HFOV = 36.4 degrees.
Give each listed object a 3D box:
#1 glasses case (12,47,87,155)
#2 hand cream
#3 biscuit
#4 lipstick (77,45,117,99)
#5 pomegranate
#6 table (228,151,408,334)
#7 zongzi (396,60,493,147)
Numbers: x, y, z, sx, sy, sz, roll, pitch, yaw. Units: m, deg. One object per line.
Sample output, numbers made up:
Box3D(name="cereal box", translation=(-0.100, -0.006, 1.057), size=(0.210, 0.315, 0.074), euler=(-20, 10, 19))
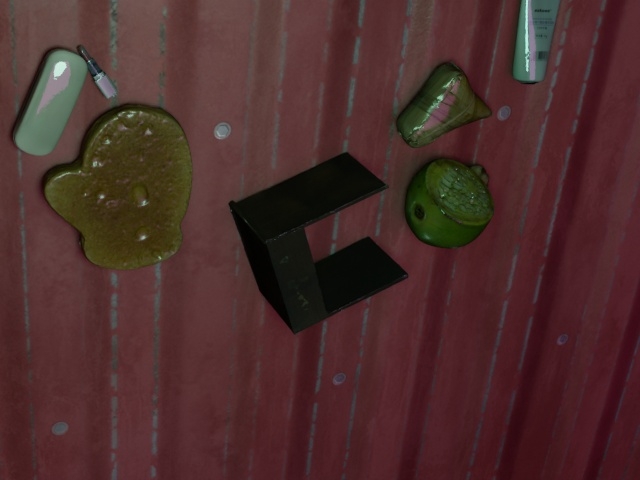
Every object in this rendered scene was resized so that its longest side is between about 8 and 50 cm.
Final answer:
Box3D(name="glasses case", translation=(-0.483, -0.246, 1.740), size=(0.081, 0.051, 0.204), euler=(19, 107, -34))
Box3D(name="hand cream", translation=(0.470, -0.491, 2.079), size=(0.109, 0.067, 0.320), euler=(-4, 114, -23))
Box3D(name="biscuit", translation=(-0.388, -0.097, 1.869), size=(0.288, 0.057, 0.343), euler=(-6, 120, -24))
Box3D(name="lipstick", translation=(-0.407, -0.306, 1.761), size=(0.025, 0.025, 0.107), euler=(-35, 121, -5))
Box3D(name="pomegranate", translation=(0.274, -0.087, 2.157), size=(0.190, 0.240, 0.159), euler=(25, 142, -13))
Box3D(name="table", translation=(0.000, 0.000, 2.039), size=(0.282, 0.196, 0.250), euler=(-26, 125, -14))
Box3D(name="zongzi", translation=(0.271, -0.259, 2.087), size=(0.194, 0.099, 0.197), euler=(-48, 134, 5))
